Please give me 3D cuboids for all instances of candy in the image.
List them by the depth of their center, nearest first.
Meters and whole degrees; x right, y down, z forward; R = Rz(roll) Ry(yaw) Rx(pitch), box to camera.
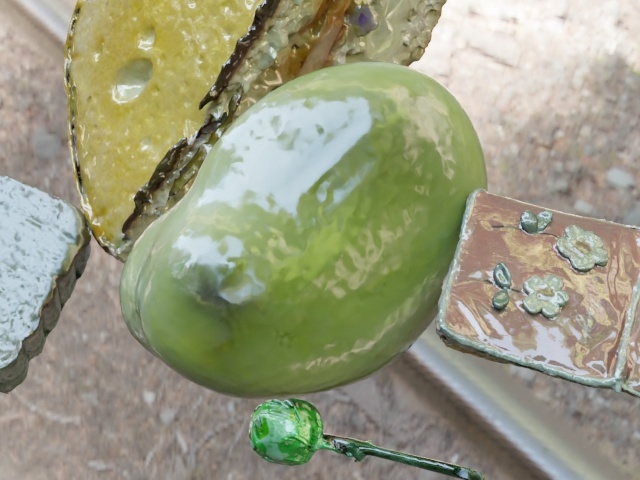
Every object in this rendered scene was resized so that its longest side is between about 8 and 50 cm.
[{"bbox_3d":[0.061,0.283,1.802,0.324,0.097,0.097,13,53,10],"label":"candy"}]

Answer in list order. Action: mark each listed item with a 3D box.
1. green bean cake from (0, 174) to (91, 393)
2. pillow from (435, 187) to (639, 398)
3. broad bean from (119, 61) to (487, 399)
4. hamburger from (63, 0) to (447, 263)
[{"bbox_3d":[-0.315,0.031,1.224,0.181,0.094,0.173,23,71,8],"label":"green bean cake"},{"bbox_3d":[0.191,0.043,0.827,0.233,0.043,0.126,14,59,6],"label":"pillow"},{"bbox_3d":[0.000,0.000,0.862,0.263,0.121,0.189,-40,102,-5],"label":"broad bean"},{"bbox_3d":[-0.084,-0.198,1.312,0.287,0.268,0.445,40,102,33],"label":"hamburger"}]
